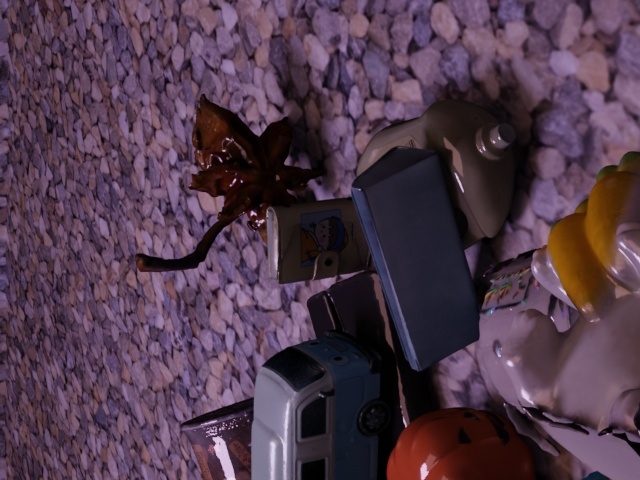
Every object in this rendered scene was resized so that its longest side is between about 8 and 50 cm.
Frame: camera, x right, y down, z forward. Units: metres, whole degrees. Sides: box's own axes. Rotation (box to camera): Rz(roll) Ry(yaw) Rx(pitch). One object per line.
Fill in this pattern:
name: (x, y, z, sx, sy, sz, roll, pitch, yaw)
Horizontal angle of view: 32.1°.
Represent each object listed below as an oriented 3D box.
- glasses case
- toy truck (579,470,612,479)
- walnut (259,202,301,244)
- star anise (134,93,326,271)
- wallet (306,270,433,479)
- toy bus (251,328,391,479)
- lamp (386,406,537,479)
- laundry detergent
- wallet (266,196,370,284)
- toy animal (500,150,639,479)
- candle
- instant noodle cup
glasses case: (0.112, 0.021, 1.305, 0.056, 0.105, 0.266, 46, 159, 57)
toy truck: (0.299, 0.292, 1.090, 0.155, 0.156, 0.279, 67, 148, 25)
walnut: (-0.054, -0.024, 1.704, 0.096, 0.082, 0.079, 12, 79, 60)
star anise: (-0.140, -0.075, 1.628, 0.237, 0.346, 0.148, 41, 161, 0)
wallet: (0.085, 0.254, 1.540, 0.228, 0.062, 0.406, -28, 73, 59)
toy bus: (-0.008, 0.270, 1.479, 0.133, 0.164, 0.271, 26, 119, 56)
lamp: (0.160, 0.292, 1.320, 0.187, 0.163, 0.188, 25, 120, 54)
laundry detergent: (0.149, -0.077, 1.324, 0.253, 0.091, 0.181, -32, 77, 57)
wallet: (0.000, 0.000, 1.535, 0.039, 0.155, 0.110, 17, 111, 57)
toy animal: (0.296, 0.051, 0.847, 0.247, 0.310, 0.183, 41, 164, 1)
candle: (0.257, 0.088, 1.096, 0.330, 0.187, 0.187, -23, 77, 61)
instant noodle cup: (-0.091, 0.352, 1.736, 0.217, 0.217, 0.207, -21, 85, 59)
